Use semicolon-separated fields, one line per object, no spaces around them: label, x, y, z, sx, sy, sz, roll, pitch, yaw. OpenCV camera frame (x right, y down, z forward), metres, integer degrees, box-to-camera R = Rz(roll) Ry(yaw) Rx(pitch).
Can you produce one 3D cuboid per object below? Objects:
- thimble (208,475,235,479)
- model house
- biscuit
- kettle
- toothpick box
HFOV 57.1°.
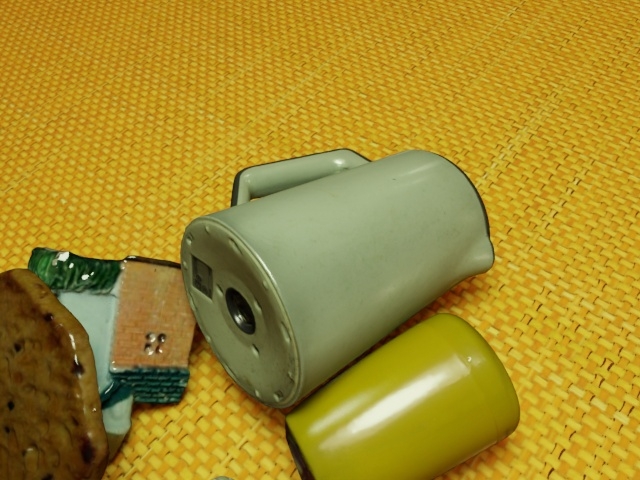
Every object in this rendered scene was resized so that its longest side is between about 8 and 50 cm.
thimble;-0.117;0.353;0.724;0.084;0.062;0.110;-21;53;-12
model house;-0.302;0.160;0.841;0.253;0.184;0.291;14;74;-33
biscuit;-0.387;0.213;0.742;0.359;0.359;0.046;33;19;28
kettle;0.000;0.000;0.840;0.376;0.250;0.361;-25;45;-34
toothpick box;0.091;0.223;0.737;0.271;0.175;0.175;-27;54;-11
